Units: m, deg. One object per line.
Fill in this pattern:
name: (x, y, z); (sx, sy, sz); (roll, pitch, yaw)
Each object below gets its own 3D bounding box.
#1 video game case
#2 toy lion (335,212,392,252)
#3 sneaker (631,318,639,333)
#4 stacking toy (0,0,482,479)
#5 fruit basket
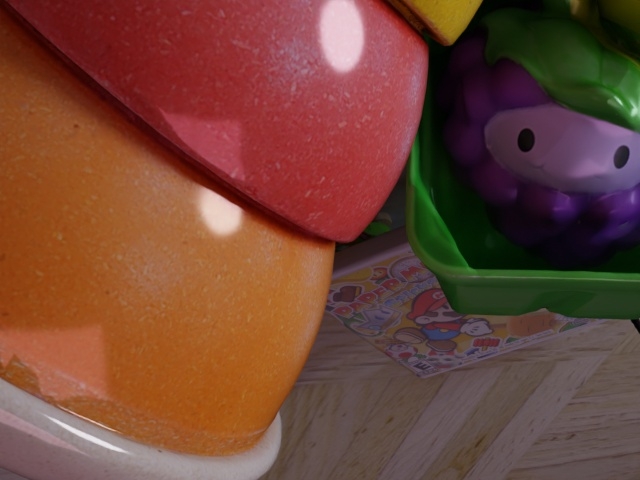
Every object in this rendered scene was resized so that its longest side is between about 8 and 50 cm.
video game case: (0.127, 0.041, 0.921); (0.227, 0.026, 0.206); (-22, 141, 29)
toy lion: (0.000, 0.000, 0.904); (0.096, 0.034, 0.100); (-31, 145, 26)
sneaker: (0.315, -0.001, 0.996); (0.121, 0.111, 0.300); (-27, 147, 4)
stacking toy: (-0.034, -0.150, 0.522); (0.480, 0.350, 0.351); (-50, 139, 8)
fruit basket: (0.232, -0.111, 0.628); (0.392, 0.282, 0.392); (2, 155, 1)
